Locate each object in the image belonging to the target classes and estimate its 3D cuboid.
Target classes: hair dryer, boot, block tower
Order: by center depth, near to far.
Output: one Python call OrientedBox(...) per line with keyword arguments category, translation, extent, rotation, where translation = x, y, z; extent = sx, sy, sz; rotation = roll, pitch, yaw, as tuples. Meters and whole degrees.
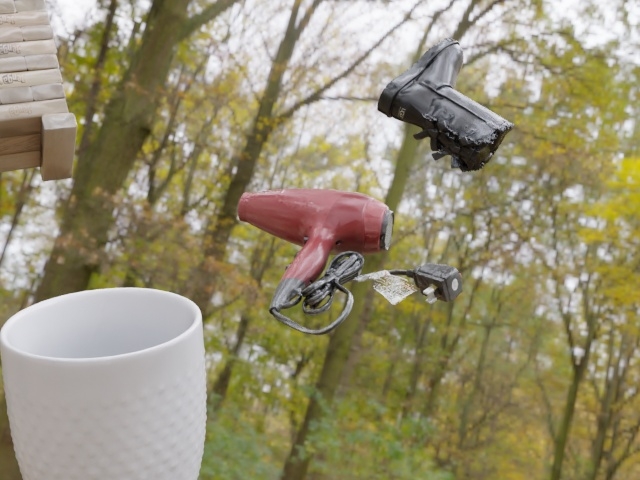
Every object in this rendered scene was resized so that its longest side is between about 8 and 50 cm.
OrientedBox(category="boot", translation=(0.116, -0.114, 0.785), extent=(0.099, 0.121, 0.045), rotation=(34, -40, 17))
OrientedBox(category="block tower", translation=(-0.319, -0.220, 0.919), extent=(0.097, 0.335, 0.091), rotation=(-11, -24, -21))
OrientedBox(category="hair dryer", translation=(0.000, 0.000, 1.072), extent=(0.223, 0.080, 0.293), rotation=(-9, 26, -33))

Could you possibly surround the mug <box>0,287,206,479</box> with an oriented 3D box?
OrientedBox(category="mug", translation=(-0.297, 0.253, 1.388), extent=(0.276, 0.328, 0.374), rotation=(0, 17, 2))
